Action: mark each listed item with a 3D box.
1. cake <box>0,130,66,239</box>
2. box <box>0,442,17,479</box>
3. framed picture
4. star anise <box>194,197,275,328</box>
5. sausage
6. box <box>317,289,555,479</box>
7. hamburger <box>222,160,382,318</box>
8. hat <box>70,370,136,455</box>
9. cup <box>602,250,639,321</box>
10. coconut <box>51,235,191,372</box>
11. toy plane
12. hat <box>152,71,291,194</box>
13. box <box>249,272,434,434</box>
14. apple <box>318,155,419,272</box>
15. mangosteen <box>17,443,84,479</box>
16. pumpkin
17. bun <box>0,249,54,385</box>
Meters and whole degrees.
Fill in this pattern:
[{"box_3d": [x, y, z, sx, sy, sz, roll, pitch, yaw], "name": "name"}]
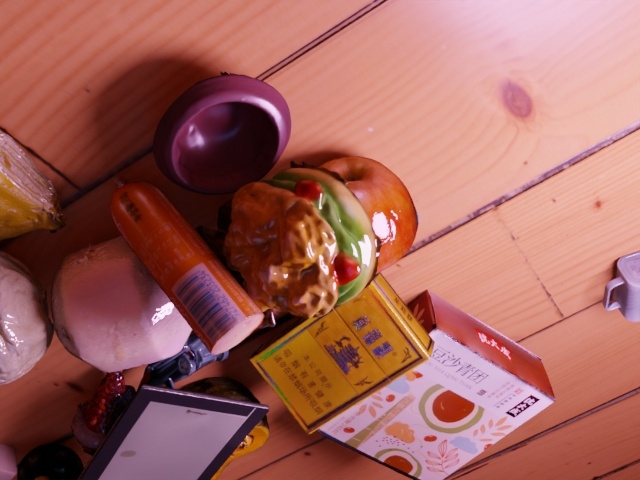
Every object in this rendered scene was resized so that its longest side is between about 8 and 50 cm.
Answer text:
[{"box_3d": [-0.452, -0.074, 1.070, 0.116, 0.079, 0.185, -15, 150, 16], "name": "cake"}, {"box_3d": [-0.686, 0.457, 1.538, 0.062, 0.089, 0.122, -42, 134, 11], "name": "box"}, {"box_3d": [-0.292, 0.403, 1.456, 0.265, 0.016, 0.347, 17, 127, -29], "name": "framed picture"}, {"box_3d": [-0.123, 0.035, 1.206, 0.099, 0.214, 0.220, -17, 100, 26], "name": "star anise"}, {"box_3d": [-0.209, 0.020, 1.077, 0.093, 0.312, 0.093, -37, 161, -15], "name": "sausage"}, {"box_3d": [0.234, 0.334, 1.613, 0.345, 0.122, 0.385, 32, 120, -23], "name": "box"}, {"box_3d": [-0.041, 0.009, 1.060, 0.149, 0.237, 0.237, -28, 151, -42], "name": "hamburger"}, {"box_3d": [-0.406, 0.306, 1.467, 0.140, 0.129, 0.227, -16, 131, -50], "name": "hat"}, {"box_3d": [0.662, 0.101, 1.585, 0.128, 0.095, 0.129, -17, 135, 4], "name": "cup"}, {"box_3d": [-0.294, 0.090, 1.187, 0.234, 0.224, 0.224, -24, 138, 10], "name": "coconut"}, {"box_3d": [-0.259, 0.222, 1.391, 0.223, 0.104, 0.326, -15, 149, -54], "name": "toy plane"}, {"box_3d": [-0.140, -0.153, 1.058, 0.206, 0.089, 0.205, -13, 136, -13], "name": "hat"}, {"box_3d": [0.040, 0.212, 1.436, 0.301, 0.084, 0.193, -36, 94, 21], "name": "box"}, {"box_3d": [0.056, -0.042, 1.183, 0.199, 0.199, 0.199, -9, 138, -8], "name": "apple"}, {"box_3d": [-0.565, 0.503, 1.575, 0.137, 0.151, 0.137, -10, 121, -18], "name": "mangosteen"}, {"box_3d": [-0.268, 0.413, 1.584, 0.317, 0.139, 0.222, -37, 137, 22], "name": "pumpkin"}, {"box_3d": [-0.483, 0.109, 1.146, 0.134, 0.220, 0.220, -14, 141, -30], "name": "bun"}]
